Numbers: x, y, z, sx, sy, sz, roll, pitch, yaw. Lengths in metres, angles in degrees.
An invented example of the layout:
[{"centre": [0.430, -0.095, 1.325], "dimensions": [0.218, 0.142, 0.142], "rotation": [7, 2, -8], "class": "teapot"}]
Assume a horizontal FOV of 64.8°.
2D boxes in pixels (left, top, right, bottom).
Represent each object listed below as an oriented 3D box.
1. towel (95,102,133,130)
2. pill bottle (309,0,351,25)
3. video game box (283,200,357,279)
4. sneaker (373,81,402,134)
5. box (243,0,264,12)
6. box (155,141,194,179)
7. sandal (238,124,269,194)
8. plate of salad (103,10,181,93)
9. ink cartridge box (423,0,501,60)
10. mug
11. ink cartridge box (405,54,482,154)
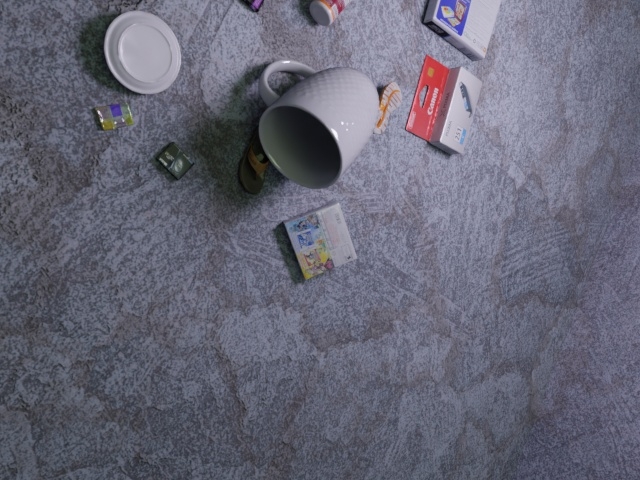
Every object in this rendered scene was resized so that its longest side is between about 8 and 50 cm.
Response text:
[{"centre": [-0.525, -0.317, 1.287], "dimensions": [0.083, 0.009, 0.060], "rotation": [-19, 106, -29], "class": "towel"}, {"centre": [0.041, -0.740, 1.549], "dimensions": [0.086, 0.086, 0.152], "rotation": [47, 71, -29], "class": "pill bottle"}, {"centre": [0.000, 0.000, 1.623], "dimensions": [0.187, 0.048, 0.205], "rotation": [-22, 110, -9], "class": "video game box"}, {"centre": [0.201, -0.449, 1.703], "dimensions": [0.084, 0.083, 0.215], "rotation": [42, 69, -30], "class": "sneaker"}, {"centre": [-0.213, -0.744, 1.416], "dimensions": [0.162, 0.029, 0.116], "rotation": [31, 80, -31], "class": "box"}, {"centre": [-0.397, -0.217, 1.381], "dimensions": [0.067, 0.018, 0.083], "rotation": [-50, 120, -17], "class": "box"}, {"centre": [-0.178, -0.245, 1.495], "dimensions": [0.090, 0.060, 0.219], "rotation": [23, 84, -33], "class": "sandal"}, {"centre": [-0.454, -0.478, 1.288], "dimensions": [0.200, 0.048, 0.200], "rotation": [-14, 112, -39], "class": "plate of salad"}, {"centre": [0.537, -0.880, 1.867], "dimensions": [0.303, 0.072, 0.307], "rotation": [19, 85, -33], "class": "ink cartridge box"}, {"centre": [-0.013, -0.386, 1.477], "dimensions": [0.374, 0.276, 0.328], "rotation": [39, 54, -1], "class": "mug"}, {"centre": [0.464, -0.502, 1.874], "dimensions": [0.261, 0.066, 0.296], "rotation": [17, 87, -35], "class": "ink cartridge box"}]
